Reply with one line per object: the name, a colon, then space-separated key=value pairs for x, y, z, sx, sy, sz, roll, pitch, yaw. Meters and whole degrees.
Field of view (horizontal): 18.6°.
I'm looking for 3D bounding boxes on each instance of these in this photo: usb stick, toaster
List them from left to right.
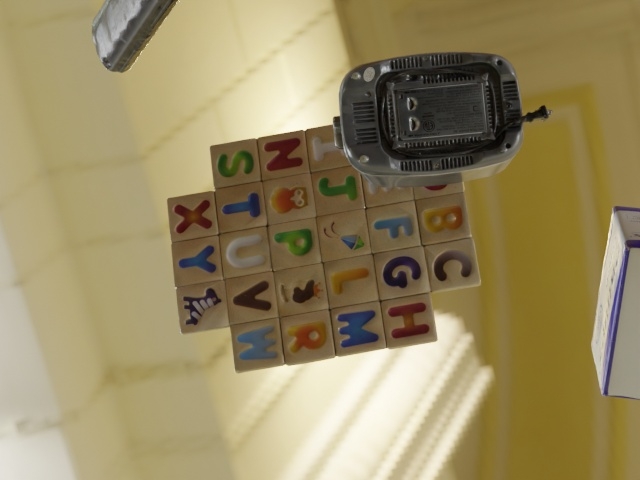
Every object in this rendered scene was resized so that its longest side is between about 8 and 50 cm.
usb stick: x=-0.177 y=-0.253 z=1.995 sx=0.045 sy=0.077 sz=0.278 roll=-10 pitch=165 yaw=-26
toaster: x=0.127 y=-0.126 z=2.078 sx=0.227 sy=0.129 sz=0.146 roll=-7 pitch=173 yaw=1

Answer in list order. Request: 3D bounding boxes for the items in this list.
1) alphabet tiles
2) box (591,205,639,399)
alphabet tiles: x=0.000 y=0.000 z=2.214 sx=0.342 sy=0.285 sz=0.011 roll=-10 pitch=155 yaw=5
box: x=0.263 y=0.049 z=1.559 sx=0.072 sy=0.126 sz=0.137 roll=7 pitch=-166 yaw=2
